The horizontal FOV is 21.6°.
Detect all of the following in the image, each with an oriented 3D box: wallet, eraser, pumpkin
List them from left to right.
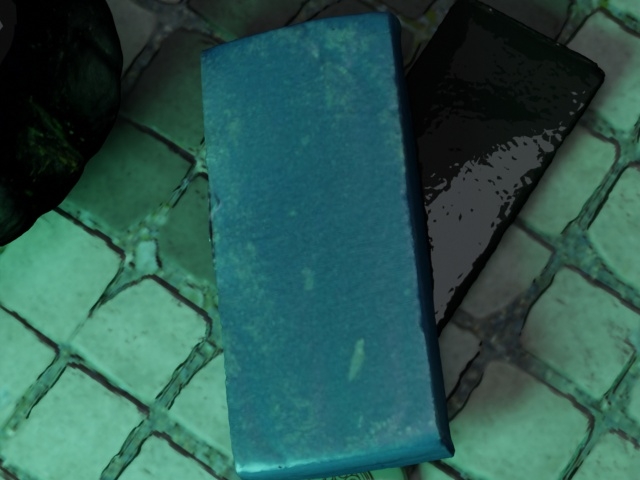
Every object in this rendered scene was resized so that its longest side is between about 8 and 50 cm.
[{"bbox_3d":[-0.294,-0.127,1.101,0.296,0.296,0.295,-2,73,7],"label":"pumpkin"},{"bbox_3d":[0.000,0.000,1.119,0.144,0.042,0.311,-10,71,14],"label":"eraser"},{"bbox_3d":[0.083,-0.048,1.153,0.124,0.025,0.244,31,81,18],"label":"wallet"}]

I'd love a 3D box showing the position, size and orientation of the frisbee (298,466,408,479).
[{"bbox_3d":[0.005,0.170,1.102,0.110,0.014,0.110,-2,73,7],"label":"frisbee"}]
